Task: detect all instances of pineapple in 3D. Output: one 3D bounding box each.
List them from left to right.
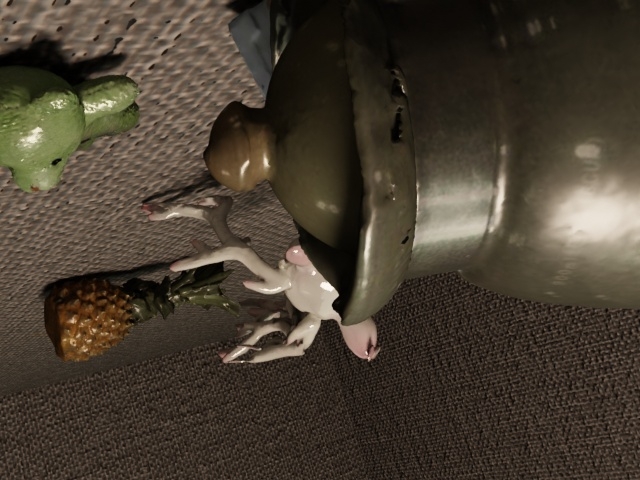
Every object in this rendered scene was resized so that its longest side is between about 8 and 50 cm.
[{"bbox_3d":[-0.251,0.092,1.234,0.277,0.119,0.130,-14,152,-29],"label":"pineapple"}]

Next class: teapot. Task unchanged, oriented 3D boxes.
[{"bbox_3d":[0.090,-0.077,0.374,0.285,0.223,0.305,-11,157,-11],"label":"teapot"}]

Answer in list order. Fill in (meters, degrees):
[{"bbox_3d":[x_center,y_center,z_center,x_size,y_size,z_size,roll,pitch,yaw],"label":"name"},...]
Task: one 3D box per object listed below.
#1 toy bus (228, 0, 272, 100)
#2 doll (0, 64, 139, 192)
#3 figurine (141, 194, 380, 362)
[{"bbox_3d":[0.064,-0.113,0.649,0.136,0.109,0.330,-30,167,18],"label":"toy bus"},{"bbox_3d":[-0.170,-0.073,0.561,0.115,0.077,0.150,-9,-175,16],"label":"doll"},{"bbox_3d":[0.007,0.013,0.910,0.316,0.206,0.284,-29,-158,-31],"label":"figurine"}]
